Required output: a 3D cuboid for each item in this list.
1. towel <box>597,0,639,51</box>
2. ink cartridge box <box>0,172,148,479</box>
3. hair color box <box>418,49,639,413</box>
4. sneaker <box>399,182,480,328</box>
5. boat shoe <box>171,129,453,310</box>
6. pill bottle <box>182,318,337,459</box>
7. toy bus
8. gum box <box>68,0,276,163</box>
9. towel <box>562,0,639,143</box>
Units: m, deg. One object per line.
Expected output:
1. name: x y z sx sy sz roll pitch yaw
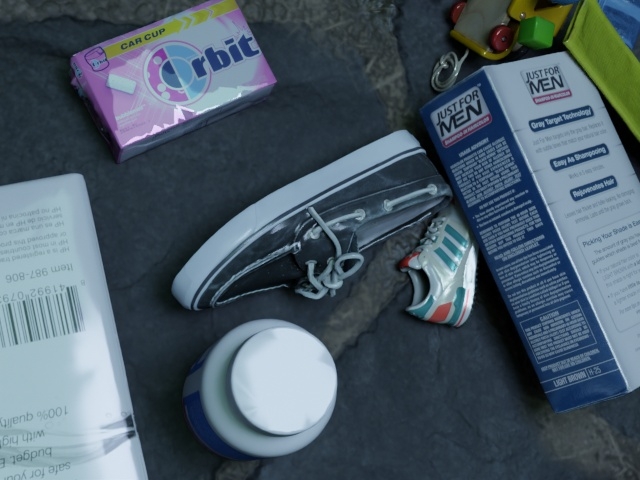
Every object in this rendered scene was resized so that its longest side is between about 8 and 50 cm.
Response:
1. towel: 0.351 -0.276 1.323 0.067 0.029 0.119 24 74 -8
2. ink cartridge box: -0.313 0.169 0.998 0.285 0.166 0.395 -11 80 -15
3. hair color box: 0.256 -0.016 1.177 0.174 0.105 0.347 -17 82 -43
4. sneaker: 0.125 0.010 1.194 0.075 0.057 0.161 9 79 -17
5. boat shoe: 0.000 0.002 1.138 0.306 0.113 0.105 -29 72 -26
6. pill bottle: -0.055 0.139 1.038 0.124 0.221 0.124 3 78 -13
7. toy bus: 0.225 -0.264 1.236 0.104 0.202 0.191 16 66 -32
8. gum box: -0.155 -0.165 1.160 0.188 0.062 0.107 -26 85 -17
9. towel: 0.351 -0.158 1.247 0.237 0.021 0.102 47 43 -18
